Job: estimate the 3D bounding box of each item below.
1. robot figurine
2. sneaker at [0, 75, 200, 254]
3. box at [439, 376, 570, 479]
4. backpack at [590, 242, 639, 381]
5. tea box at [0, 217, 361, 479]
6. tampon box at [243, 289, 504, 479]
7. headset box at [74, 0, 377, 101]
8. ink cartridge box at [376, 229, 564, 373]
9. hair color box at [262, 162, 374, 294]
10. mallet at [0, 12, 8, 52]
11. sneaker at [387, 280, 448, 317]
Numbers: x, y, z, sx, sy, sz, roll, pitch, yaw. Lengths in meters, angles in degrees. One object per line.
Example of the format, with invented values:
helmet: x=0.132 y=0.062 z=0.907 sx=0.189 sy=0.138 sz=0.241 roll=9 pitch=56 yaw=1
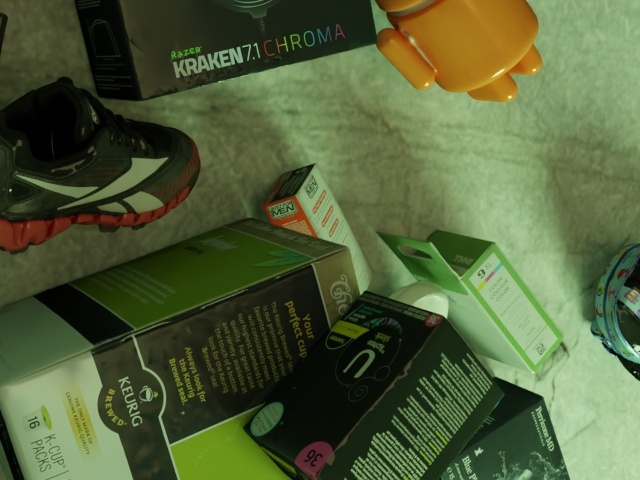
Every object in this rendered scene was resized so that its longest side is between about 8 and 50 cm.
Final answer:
robot figurine: x=0.139 y=-0.243 z=1.133 sx=0.158 sy=0.128 sz=0.219 roll=-31 pitch=118 yaw=23
sneaker: x=-0.195 y=-0.074 z=0.944 sx=0.276 sy=0.097 sz=0.135 roll=-16 pitch=143 yaw=-50
box: x=0.192 y=0.268 z=1.264 sx=0.158 sy=0.093 sz=0.156 roll=-29 pitch=110 yaw=-22
backpack: x=0.398 y=0.078 z=1.327 sx=0.173 sy=0.117 sz=0.158 roll=38 pitch=80 yaw=-28
tea box: x=-0.117 y=0.191 z=1.015 sx=0.324 sy=0.220 sz=0.329 roll=-20 pitch=107 yaw=-23
tampon box: x=0.043 y=0.140 z=0.897 sx=0.161 sy=0.120 sz=0.101 roll=-48 pitch=118 yaw=-17
headset box: x=-0.102 y=-0.291 z=0.994 sx=0.246 sy=0.131 sz=0.283 roll=-17 pitch=105 yaw=-25
ink cartridge box: x=0.165 y=0.047 z=1.204 sx=0.062 sy=0.109 sz=0.209 roll=-47 pitch=116 yaw=-14
hair color box: x=0.000 y=0.000 z=1.128 sx=0.141 sy=0.043 sz=0.072 roll=62 pitch=29 yaw=-21
mallet: x=-0.305 y=-0.106 z=0.977 sx=0.039 sy=0.062 sz=0.189 roll=12 pitch=78 yaw=-34
sneaker: x=0.089 y=0.158 z=1.164 sx=0.090 sy=0.115 sz=0.232 roll=18 pitch=98 yaw=-30
